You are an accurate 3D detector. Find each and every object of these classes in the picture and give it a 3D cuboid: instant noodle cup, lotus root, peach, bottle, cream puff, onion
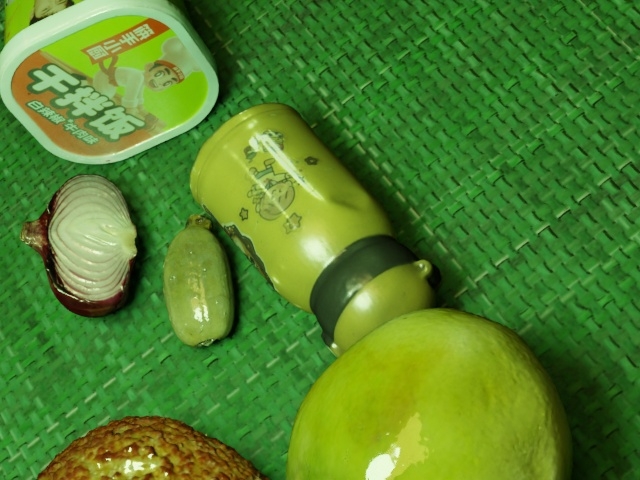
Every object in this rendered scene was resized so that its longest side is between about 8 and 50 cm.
[{"bbox_3d":[-0.304,-0.311,1.989,0.294,0.294,0.307,-24,53,10],"label":"instant noodle cup"},{"bbox_3d":[-0.156,0.047,1.852,0.090,0.077,0.183,-13,64,15],"label":"lotus root"},{"bbox_3d":[0.112,0.227,1.544,0.315,0.281,0.314,-44,52,-11],"label":"peach"},{"bbox_3d":[0.000,0.000,1.757,0.171,0.171,0.351,-41,58,0],"label":"bottle"},{"bbox_3d":[-0.212,0.349,1.648,0.351,0.228,0.350,-10,60,18],"label":"cream puff"},{"bbox_3d":[-0.313,0.017,1.913,0.151,0.098,0.205,3,58,-5],"label":"onion"}]
